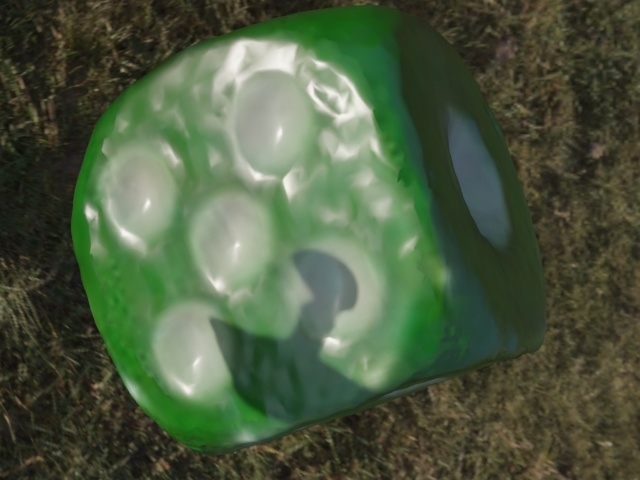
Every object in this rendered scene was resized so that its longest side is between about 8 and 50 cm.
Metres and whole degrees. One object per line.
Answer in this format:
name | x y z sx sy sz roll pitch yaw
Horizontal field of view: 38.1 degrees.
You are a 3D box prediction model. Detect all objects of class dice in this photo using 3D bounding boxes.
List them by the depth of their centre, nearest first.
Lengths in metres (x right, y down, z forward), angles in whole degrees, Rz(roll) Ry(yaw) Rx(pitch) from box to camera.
dice | 0.000 0.000 0.765 0.297 0.300 0.287 2 68 -63
